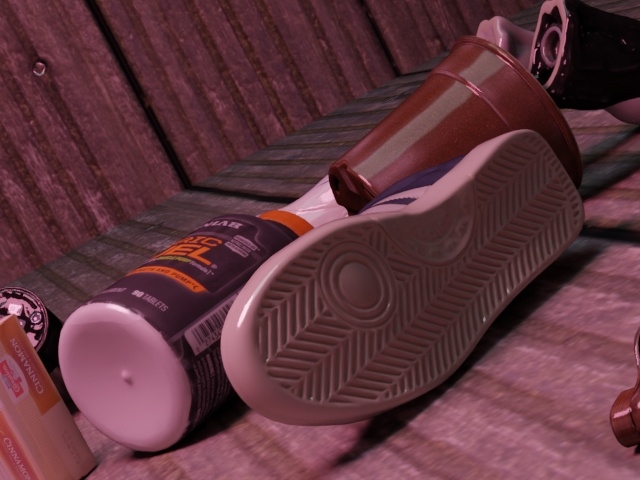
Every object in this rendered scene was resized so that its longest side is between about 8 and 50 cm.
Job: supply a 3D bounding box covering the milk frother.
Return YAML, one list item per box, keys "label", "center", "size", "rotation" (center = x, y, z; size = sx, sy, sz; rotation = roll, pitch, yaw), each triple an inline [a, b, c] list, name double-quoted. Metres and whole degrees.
- label: "milk frother"
  center: [-0.278, 0.139, 1.571]
  size: [0.143, 0.129, 0.135]
  rotation: [-57, -23, -11]

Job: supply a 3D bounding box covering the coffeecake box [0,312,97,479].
- label: "coffeecake box"
  center: [-0.296, 0.159, 1.317]
  size: [0.185, 0.142, 0.068]
  rotation: [-22, 11, 29]

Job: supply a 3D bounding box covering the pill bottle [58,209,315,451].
- label: "pill bottle"
  center: [-0.089, 0.059, 1.324]
  size: [0.130, 0.130, 0.245]
  rotation: [-20, 11, 39]

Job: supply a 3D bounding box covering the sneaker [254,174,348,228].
- label: "sneaker"
  center: [0.000, 0.000, 1.613]
  size: [0.258, 0.094, 0.091]
  rotation: [-27, 29, 19]

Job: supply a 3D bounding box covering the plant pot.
- label: "plant pot"
  center: [0.106, -0.060, 1.389]
  size: [0.165, 0.167, 0.167]
  rotation: [-37, 11, -14]

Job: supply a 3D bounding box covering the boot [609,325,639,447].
- label: "boot"
  center: [0.204, 0.054, 0.786]
  size: [0.114, 0.037, 0.106]
  rotation: [-24, 22, 38]

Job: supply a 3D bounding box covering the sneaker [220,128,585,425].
- label: "sneaker"
  center: [0.040, 0.039, 1.129]
  size: [0.350, 0.131, 0.148]
  rotation: [-28, 0, -44]

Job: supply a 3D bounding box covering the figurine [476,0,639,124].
- label: "figurine"
  center: [0.261, -0.143, 1.454]
  size: [0.209, 0.092, 0.215]
  rotation: [9, -3, -19]
